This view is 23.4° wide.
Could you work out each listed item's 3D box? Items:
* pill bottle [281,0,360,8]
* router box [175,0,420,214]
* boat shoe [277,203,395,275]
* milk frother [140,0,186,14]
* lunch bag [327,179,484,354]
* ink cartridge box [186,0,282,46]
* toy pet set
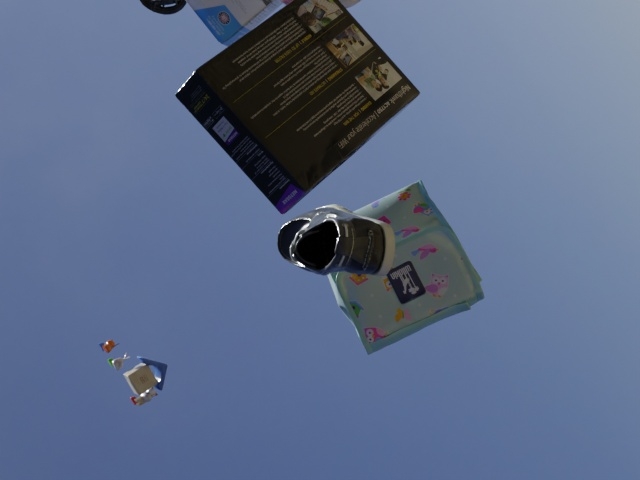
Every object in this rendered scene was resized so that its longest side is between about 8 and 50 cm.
[{"bbox_3d":[0.007,-0.299,1.717,0.086,0.086,0.152,50,167,-20],"label":"pill bottle"},{"bbox_3d":[-0.016,-0.122,1.290,0.133,0.046,0.179,48,-130,0],"label":"router box"},{"bbox_3d":[0.000,0.000,1.827,0.079,0.233,0.084,-1,-86,-27],"label":"boat shoe"},{"bbox_3d":[-0.223,-0.360,2.103,0.143,0.129,0.135,59,-152,-23],"label":"milk frother"},{"bbox_3d":[0.128,0.053,2.523,0.262,0.223,0.160,-116,1,-51],"label":"lunch bag"},{"bbox_3d":[-0.081,-0.337,1.916,0.104,0.180,0.060,52,-172,6],"label":"ink cartridge box"},{"bbox_3d":[-0.298,0.209,2.551,0.122,0.065,0.114,61,163,-11],"label":"toy pet set"}]
